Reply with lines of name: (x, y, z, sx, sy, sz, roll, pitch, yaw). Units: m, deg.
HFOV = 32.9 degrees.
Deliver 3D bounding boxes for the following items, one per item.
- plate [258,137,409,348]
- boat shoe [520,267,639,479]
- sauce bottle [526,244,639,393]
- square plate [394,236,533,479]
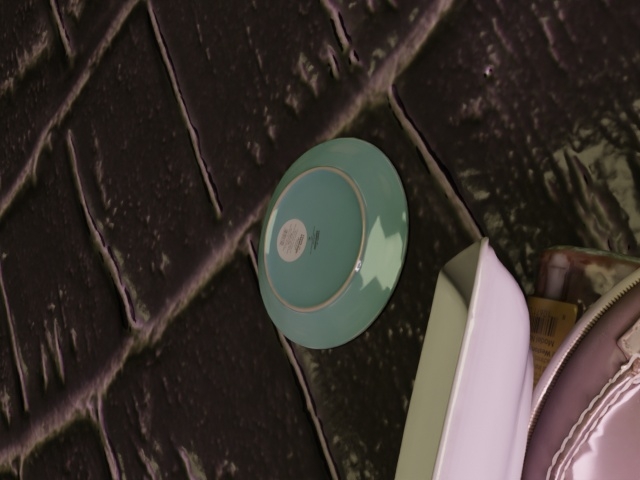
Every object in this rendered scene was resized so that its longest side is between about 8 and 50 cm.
plate: (0.000, 0.000, 0.941, 0.188, 0.024, 0.188, -13, 72, 44)
boat shoe: (0.226, 0.050, 0.556, 0.324, 0.116, 0.097, -45, 10, 5)
sauce bottle: (0.151, 0.179, 0.668, 0.111, 0.111, 0.345, 14, 90, 48)
square plate: (0.071, 0.182, 0.664, 0.049, 0.344, 0.347, 11, 86, 4)
